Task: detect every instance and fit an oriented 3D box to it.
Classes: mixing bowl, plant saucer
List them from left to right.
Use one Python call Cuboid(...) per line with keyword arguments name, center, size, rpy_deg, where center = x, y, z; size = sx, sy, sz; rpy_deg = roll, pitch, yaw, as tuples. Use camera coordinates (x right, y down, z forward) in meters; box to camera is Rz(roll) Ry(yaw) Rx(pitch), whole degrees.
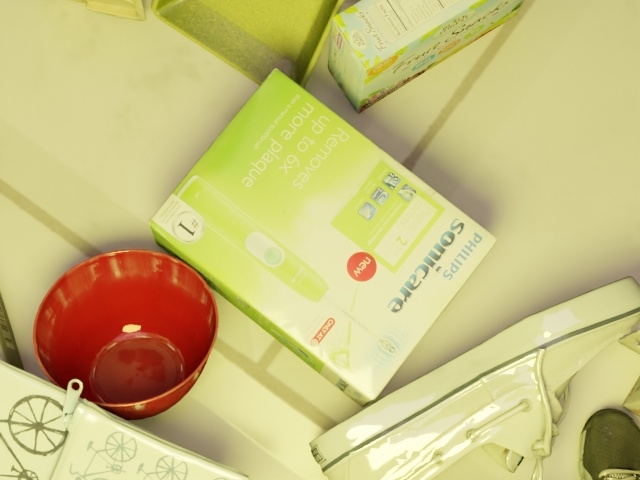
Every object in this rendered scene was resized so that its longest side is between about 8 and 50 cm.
Cuboid(name="mixing bowl", center=(-0.186, 0.110, 1.544), size=(0.181, 0.098, 0.181), rpy_deg=(-1, 53, 2))
Cuboid(name="plant saucer", center=(-0.068, -0.256, 1.596), size=(0.188, 0.188, 0.045), rpy_deg=(33, 53, 3))

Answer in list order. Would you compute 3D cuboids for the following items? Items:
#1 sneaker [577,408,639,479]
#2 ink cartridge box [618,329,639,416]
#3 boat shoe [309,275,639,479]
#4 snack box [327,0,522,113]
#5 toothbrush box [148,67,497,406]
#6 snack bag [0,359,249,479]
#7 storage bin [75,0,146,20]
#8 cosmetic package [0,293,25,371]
Cuboid(name="sneaker", center=(0.316, 0.276, 1.531), size=(0.086, 0.132, 0.229), rpy_deg=(-9, 81, -3))
Cuboid(name="ink cartridge box", center=(0.373, 0.167, 1.564), size=(0.181, 0.104, 0.061), rpy_deg=(32, 80, 4))
Cuboid(name="boat shoe", center=(0.182, 0.179, 1.542), size=(0.367, 0.136, 0.156), rpy_deg=(-29, 83, -3))
Cuboid(name="snack box", center=(0.110, -0.228, 1.584), size=(0.207, 0.174, 0.070), rpy_deg=(-33, 83, -7))
Cuboid(name="toothbrush box", center=(0.000, 0.000, 1.572), size=(0.283, 0.122, 0.206), rpy_deg=(39, 81, 3))
Cuboid(name="snack bag", center=(-0.275, 0.280, 1.486), size=(0.342, 0.037, 0.323), rpy_deg=(26, 110, 3))
Cuboid(name="storage bin", center=(-0.207, -0.385, 1.556), size=(0.123, 0.260, 0.262), rpy_deg=(13, 81, 0))
Cuboid(name="cosmetic package", center=(-0.428, 0.123, 1.548), size=(0.238, 0.107, 0.127), rpy_deg=(-19, 82, -2))
